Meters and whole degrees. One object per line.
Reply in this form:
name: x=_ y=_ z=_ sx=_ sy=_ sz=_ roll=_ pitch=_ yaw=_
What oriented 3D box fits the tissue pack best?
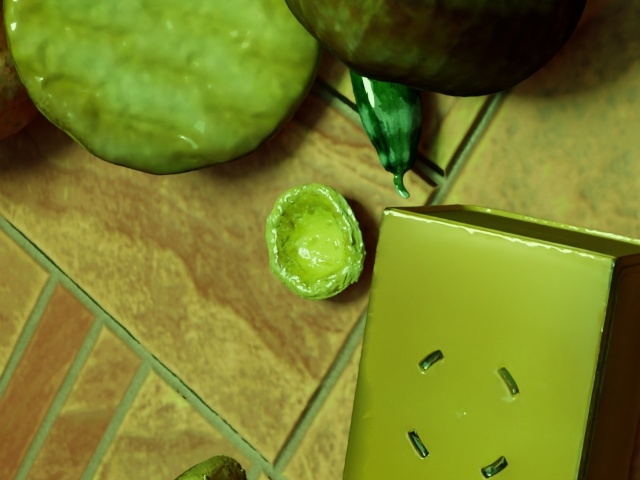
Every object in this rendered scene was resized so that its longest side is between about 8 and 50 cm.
tissue pack: x=0.143 y=0.122 z=1.096 sx=0.194 sy=0.145 sz=0.274 roll=15 pitch=102 yaw=33

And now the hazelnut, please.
hazelnut: x=0.078 y=-0.198 z=1.068 sx=0.234 sy=0.218 sz=0.218 roll=33 pitch=112 yaw=1

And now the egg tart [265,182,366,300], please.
egg tart: x=0.000 y=0.000 z=1.239 sx=0.105 sy=0.039 sz=0.105 roll=3 pitch=95 yaw=33

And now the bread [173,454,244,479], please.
bread: x=-0.112 y=0.245 z=1.310 sx=0.083 sy=0.070 sz=0.076 roll=-33 pitch=77 yaw=27

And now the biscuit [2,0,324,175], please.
biscuit: x=-0.133 y=-0.164 z=1.233 sx=0.274 sy=0.091 sz=0.213 roll=2 pitch=113 yaw=-4

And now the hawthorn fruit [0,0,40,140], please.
hawthorn fruit: x=-0.337 y=-0.205 z=1.327 sx=0.308 sy=0.276 sz=0.276 roll=-7 pitch=89 yaw=8

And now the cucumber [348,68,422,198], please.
cucumber: x=0.047 y=-0.155 z=1.193 sx=0.056 sy=0.056 sz=0.250 roll=-19 pitch=82 yaw=32
